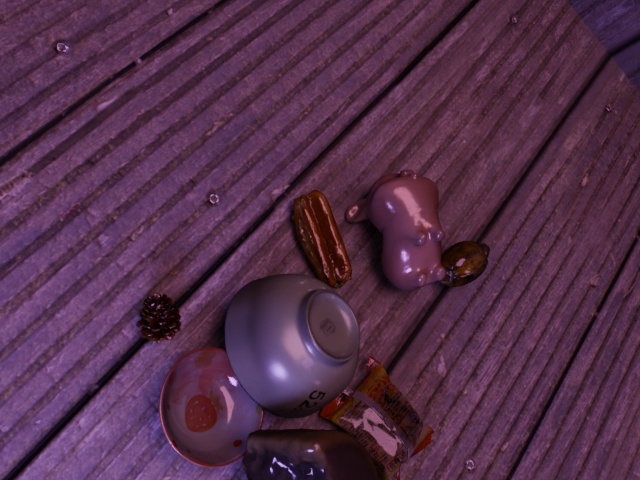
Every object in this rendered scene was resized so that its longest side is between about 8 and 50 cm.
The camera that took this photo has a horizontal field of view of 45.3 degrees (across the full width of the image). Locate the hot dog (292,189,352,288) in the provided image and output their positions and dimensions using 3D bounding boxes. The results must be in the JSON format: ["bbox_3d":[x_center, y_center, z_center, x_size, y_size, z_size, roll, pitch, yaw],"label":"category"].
[{"bbox_3d":[0.000,0.000,2.014,0.115,0.072,0.269,-13,82,-35],"label":"hot dog"}]

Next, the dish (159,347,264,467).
[{"bbox_3d":[-0.257,0.376,1.717,0.260,0.085,0.260,15,64,-33],"label":"dish"}]

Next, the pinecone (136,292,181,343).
[{"bbox_3d":[-0.365,0.169,1.719,0.102,0.102,0.109,-23,116,-35],"label":"pinecone"}]

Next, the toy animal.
[{"bbox_3d":[0.234,-0.030,2.089,0.237,0.269,0.326,-9,110,-33],"label":"toy animal"}]

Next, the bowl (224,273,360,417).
[{"bbox_3d":[-0.031,0.225,1.800,0.354,0.185,0.354,24,53,-36],"label":"bowl"}]

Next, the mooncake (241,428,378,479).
[{"bbox_3d":[-0.053,0.610,1.644,0.394,0.246,0.393,-48,119,-37],"label":"mooncake"}]

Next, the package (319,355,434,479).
[{"bbox_3d":[0.162,0.460,1.934,0.288,0.108,0.223,50,54,-4],"label":"package"}]

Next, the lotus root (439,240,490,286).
[{"bbox_3d":[0.414,0.064,2.221,0.209,0.120,0.120,-29,90,-33],"label":"lotus root"}]
